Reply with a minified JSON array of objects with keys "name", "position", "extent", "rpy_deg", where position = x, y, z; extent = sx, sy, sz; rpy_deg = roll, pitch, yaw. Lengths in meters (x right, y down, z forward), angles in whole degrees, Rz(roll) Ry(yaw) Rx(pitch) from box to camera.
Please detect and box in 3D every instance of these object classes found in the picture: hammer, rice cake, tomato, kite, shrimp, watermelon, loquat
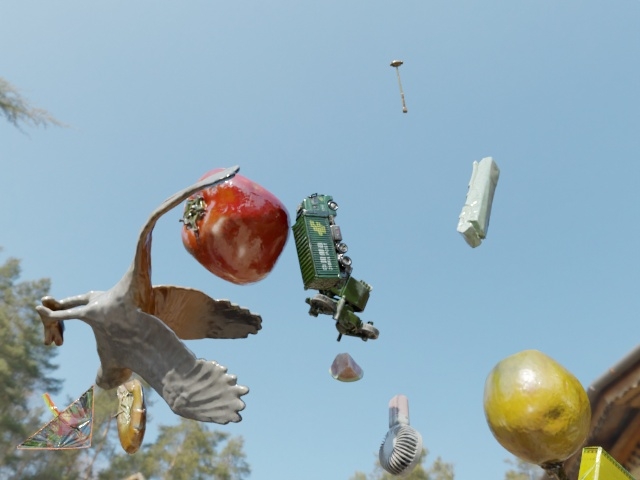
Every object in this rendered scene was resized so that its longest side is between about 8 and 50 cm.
[{"name":"hammer","position":[0.167,-0.320,1.061],"extent":[0.029,0.123,0.014],"rpy_deg":[-10,-15,9]},{"name":"rice cake","position":[0.407,-0.106,1.304],"extent":[0.062,0.336,0.066],"rpy_deg":[-24,-65,38]},{"name":"tomato","position":[-0.239,-0.035,1.432],"extent":[0.289,0.293,0.325],"rpy_deg":[21,-1,-38]},{"name":"kite","position":[-0.554,0.392,1.106],"extent":[0.159,0.190,0.010],"rpy_deg":[39,-45,7]},{"name":"shrimp","position":[-0.442,0.391,1.191],"extent":[0.067,0.248,0.150],"rpy_deg":[14,-89,-31]},{"name":"watermelon","position":[0.075,0.336,1.338],"extent":[0.092,0.084,0.072],"rpy_deg":[3,-63,-23]},{"name":"loquat","position":[0.431,0.350,1.013],"extent":[0.213,0.246,0.213],"rpy_deg":[-6,-32,-4]}]

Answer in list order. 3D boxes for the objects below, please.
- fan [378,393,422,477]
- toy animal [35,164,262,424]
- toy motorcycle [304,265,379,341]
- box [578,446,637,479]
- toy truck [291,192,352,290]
[{"name":"fan","position":[0.219,0.526,1.399],"extent":[0.074,0.244,0.130],"rpy_deg":[31,-60,-11]},{"name":"toy animal","position":[-0.225,0.069,0.637],"extent":[0.301,0.225,0.285],"rpy_deg":[-7,-69,3]},{"name":"toy motorcycle","position":[0.073,0.180,1.554],"extent":[0.275,0.205,0.127],"rpy_deg":[36,-31,-18]},{"name":"box","position":[0.477,0.506,0.834],"extent":[0.153,0.279,0.041],"rpy_deg":[41,-39,-10]},{"name":"toy truck","position":[0.000,0.000,1.366],"extent":[0.121,0.259,0.088],"rpy_deg":[2,-29,-27]}]
